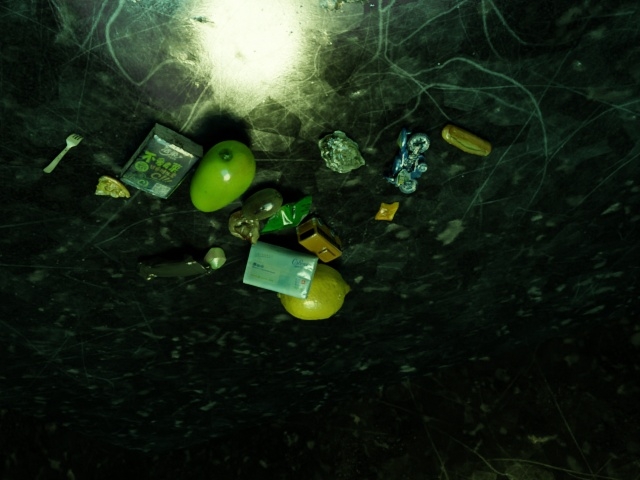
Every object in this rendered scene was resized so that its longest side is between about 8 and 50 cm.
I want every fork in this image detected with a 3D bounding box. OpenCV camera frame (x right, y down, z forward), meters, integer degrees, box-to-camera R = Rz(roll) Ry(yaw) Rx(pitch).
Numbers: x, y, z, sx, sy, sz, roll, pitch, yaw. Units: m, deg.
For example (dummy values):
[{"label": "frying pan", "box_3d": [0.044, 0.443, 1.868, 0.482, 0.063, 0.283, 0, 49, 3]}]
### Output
[{"label": "fork", "box_3d": [-0.793, -0.268, 1.627, 0.219, 0.028, 0.034, -32, 145, 31]}]

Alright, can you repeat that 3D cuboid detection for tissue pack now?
[{"label": "tissue pack", "box_3d": [-0.158, 0.116, 2.074, 0.263, 0.089, 0.177, 15, 98, 6]}, {"label": "tissue pack", "box_3d": [-0.506, -0.244, 1.679, 0.173, 0.073, 0.235, 23, 131, -36]}]

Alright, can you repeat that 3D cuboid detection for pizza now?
[{"label": "pizza", "box_3d": [-0.709, -0.166, 1.770, 0.109, 0.026, 0.123, -21, 142, 17]}]

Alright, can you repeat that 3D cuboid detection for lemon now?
[{"label": "lemon", "box_3d": [-0.028, 0.214, 2.239, 0.320, 0.245, 0.245, -2, 141, -17]}]

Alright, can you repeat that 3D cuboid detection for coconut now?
[{"label": "coconut", "box_3d": [-0.420, 0.075, 2.101, 0.083, 0.081, 0.082, -5, 156, -25]}]

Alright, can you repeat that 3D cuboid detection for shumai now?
[{"label": "shumai", "box_3d": [-0.279, -0.054, 1.968, 0.123, 0.105, 0.139, 12, 111, -22]}]

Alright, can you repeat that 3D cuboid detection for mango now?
[{"label": "mango", "box_3d": [-0.322, -0.195, 1.712, 0.192, 0.156, 0.343, -20, 167, -37]}]

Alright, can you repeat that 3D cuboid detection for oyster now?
[{"label": "oyster", "box_3d": [0.070, -0.291, 1.770, 0.125, 0.064, 0.177, -35, 127, 7]}]

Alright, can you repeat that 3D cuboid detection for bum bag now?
[{"label": "bum bag", "box_3d": [-0.584, 0.103, 2.082, 0.326, 0.079, 0.142, -4, 152, 13]}]

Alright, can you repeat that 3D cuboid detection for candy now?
[{"label": "candy", "box_3d": [-0.123, -0.083, 1.945, 0.141, 0.078, 0.203, 0, 148, -44]}]

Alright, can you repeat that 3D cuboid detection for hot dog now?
[{"label": "hot dog", "box_3d": [0.497, -0.340, 1.812, 0.216, 0.047, 0.066, 13, 100, -29]}]

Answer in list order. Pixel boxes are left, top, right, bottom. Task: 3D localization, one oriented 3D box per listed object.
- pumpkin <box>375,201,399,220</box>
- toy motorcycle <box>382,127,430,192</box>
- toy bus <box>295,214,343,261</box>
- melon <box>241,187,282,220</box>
[{"label": "pumpkin", "box_3d": [0.262, -0.107, 2.063, 0.073, 0.035, 0.101, -2, 139, -15]}, {"label": "toy motorcycle", "box_3d": [0.293, -0.269, 1.824, 0.136, 0.092, 0.254, 5, 132, -5]}, {"label": "toy bus", "box_3d": [0.000, 0.000, 2.073, 0.098, 0.114, 0.201, -27, 139, 22]}, {"label": "melon", "box_3d": [-0.209, -0.126, 1.878, 0.162, 0.099, 0.099, -26, 140, 23]}]
